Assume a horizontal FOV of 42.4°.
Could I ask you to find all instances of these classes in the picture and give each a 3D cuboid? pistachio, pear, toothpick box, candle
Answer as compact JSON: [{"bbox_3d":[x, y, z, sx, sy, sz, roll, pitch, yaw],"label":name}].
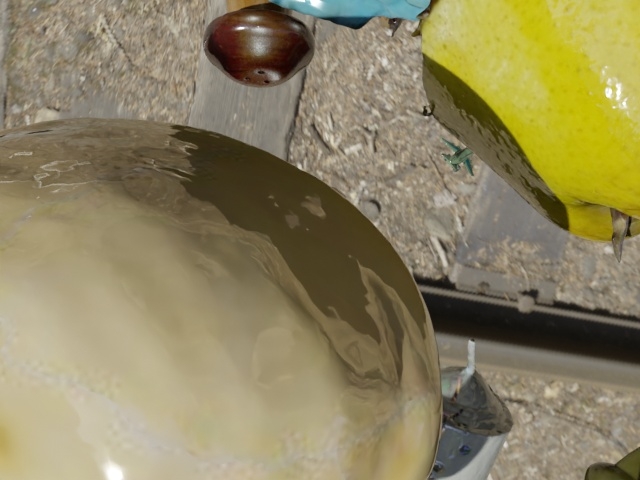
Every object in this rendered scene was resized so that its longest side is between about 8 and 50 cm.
[{"bbox_3d":[-0.097,0.058,0.413,0.321,0.229,0.238,12,72,16],"label":"pistachio"},{"bbox_3d":[0.203,-0.088,0.542,0.267,0.178,0.267,-14,151,-8],"label":"pear"},{"bbox_3d":[-0.106,-0.412,1.418,0.192,0.192,0.294,0,76,-7],"label":"toothpick box"},{"bbox_3d":[0.190,0.279,1.244,0.187,0.187,0.330,14,111,-13],"label":"candle"}]

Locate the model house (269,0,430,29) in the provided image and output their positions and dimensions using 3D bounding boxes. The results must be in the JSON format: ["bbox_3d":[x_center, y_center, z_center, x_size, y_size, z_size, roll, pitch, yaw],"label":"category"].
[{"bbox_3d":[0.013,-0.327,0.611,0.226,0.241,0.261,45,61,-51],"label":"model house"}]

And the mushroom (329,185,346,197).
[{"bbox_3d":[0.000,0.000,1.428,0.071,0.209,0.084,6,150,11],"label":"mushroom"}]

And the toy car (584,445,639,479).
[{"bbox_3d":[0.363,0.282,0.778,0.204,0.248,0.198,35,85,-35],"label":"toy car"}]

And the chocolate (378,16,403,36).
[{"bbox_3d":[0.170,-0.405,1.157,0.065,0.329,0.102,34,143,10],"label":"chocolate"}]

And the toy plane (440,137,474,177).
[{"bbox_3d":[0.224,-0.134,1.331,0.080,0.083,0.033,51,131,9],"label":"toy plane"}]
